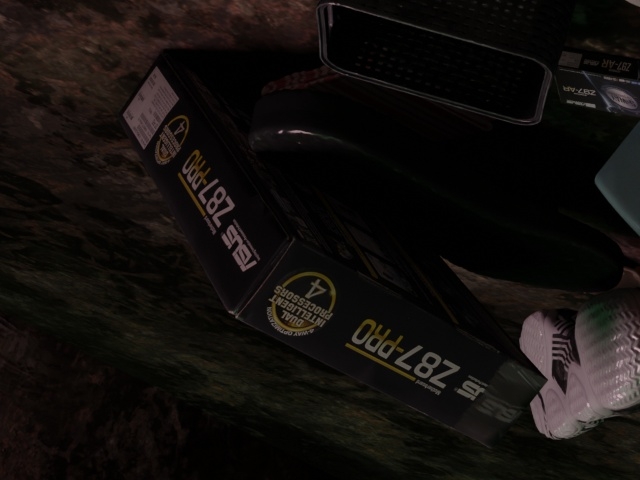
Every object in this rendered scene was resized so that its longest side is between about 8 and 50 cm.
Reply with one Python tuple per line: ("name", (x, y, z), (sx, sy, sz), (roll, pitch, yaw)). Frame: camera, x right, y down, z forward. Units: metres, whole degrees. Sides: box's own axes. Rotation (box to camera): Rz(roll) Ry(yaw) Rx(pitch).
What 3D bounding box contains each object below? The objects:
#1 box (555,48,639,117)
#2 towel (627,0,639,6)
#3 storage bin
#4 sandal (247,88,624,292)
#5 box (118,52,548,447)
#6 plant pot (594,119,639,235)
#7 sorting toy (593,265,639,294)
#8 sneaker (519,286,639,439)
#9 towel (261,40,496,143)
("box", (0.234, -0.127, 1.262), (0.083, 0.018, 0.067), (13, 162, 19))
("towel", (0.389, -0.151, 0.966), (0.332, 0.053, 0.317), (25, 162, -20))
("storage bin", (0.095, -0.167, 1.176), (0.180, 0.084, 0.122), (16, 163, 7))
("sandal", (0.133, -0.057, 1.407), (0.446, 0.107, 0.167), (27, 160, -39))
("box", (0.000, 0.000, 1.460), (0.318, 0.097, 0.395), (28, -165, -34))
("plant pot", (0.340, -0.013, 1.197), (0.234, 0.165, 0.166), (38, 180, 40))
("sorting toy", (0.301, 0.040, 1.677), (0.083, 0.045, 0.075), (17, 179, -29))
("sneaker", (0.341, 0.119, 1.589), (0.210, 0.137, 0.366), (-6, 170, -11))
("towel", (0.052, -0.128, 1.445), (0.144, 0.029, 0.197), (26, 162, -29))
